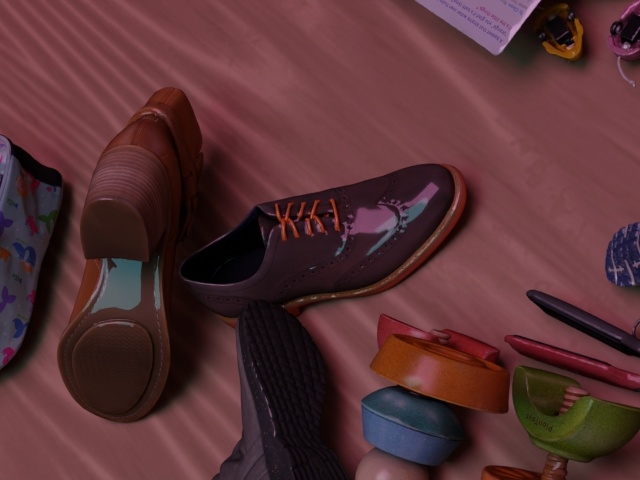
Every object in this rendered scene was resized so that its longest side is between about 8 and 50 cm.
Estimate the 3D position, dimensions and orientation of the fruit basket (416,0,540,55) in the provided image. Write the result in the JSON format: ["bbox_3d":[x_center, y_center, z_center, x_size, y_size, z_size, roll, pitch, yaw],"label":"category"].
[{"bbox_3d":[0.177,-0.375,1.265,0.327,0.165,0.353,42,103,40],"label":"fruit basket"}]

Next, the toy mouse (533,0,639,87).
[{"bbox_3d":[0.259,-0.202,1.184,0.143,0.031,0.161,-39,52,12],"label":"toy mouse"}]

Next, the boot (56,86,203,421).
[{"bbox_3d":[-0.174,0.011,1.303,0.109,0.283,0.220,5,34,6],"label":"boot"}]

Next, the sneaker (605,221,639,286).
[{"bbox_3d":[0.279,0.010,1.056,0.135,0.058,0.052,-23,56,50],"label":"sneaker"}]

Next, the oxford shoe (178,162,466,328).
[{"bbox_3d":[0.000,0.000,1.212,0.271,0.098,0.096,-28,55,20],"label":"oxford shoe"}]

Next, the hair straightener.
[{"bbox_3d":[0.255,0.075,1.039,0.230,0.047,0.089,17,78,38],"label":"hair straightener"}]

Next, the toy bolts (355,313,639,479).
[{"bbox_3d":[0.090,0.157,1.029,0.228,0.218,0.158,21,95,57],"label":"toy bolts"}]

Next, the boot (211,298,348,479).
[{"bbox_3d":[-0.065,0.183,1.169,0.161,0.083,0.246,-44,44,32],"label":"boot"}]

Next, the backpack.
[{"bbox_3d":[-0.400,0.019,1.421,0.225,0.191,0.253,-6,70,30],"label":"backpack"}]
